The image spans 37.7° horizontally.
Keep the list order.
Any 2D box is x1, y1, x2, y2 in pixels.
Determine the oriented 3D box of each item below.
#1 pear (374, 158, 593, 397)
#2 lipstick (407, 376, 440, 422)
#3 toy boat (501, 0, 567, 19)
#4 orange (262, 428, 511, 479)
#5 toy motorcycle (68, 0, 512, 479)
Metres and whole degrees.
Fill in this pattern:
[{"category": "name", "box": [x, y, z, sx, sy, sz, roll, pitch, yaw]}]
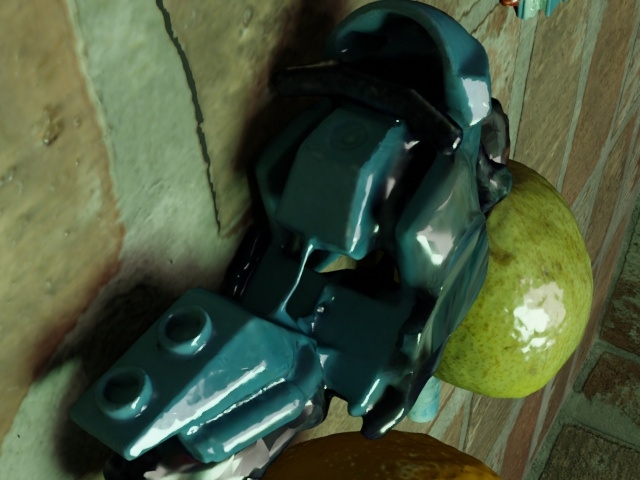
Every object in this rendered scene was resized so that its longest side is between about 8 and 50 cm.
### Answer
[{"category": "pear", "box": [0.150, 0.027, 0.889, 0.188, 0.228, 0.211, -13, 110, -18]}, {"category": "lipstick", "box": [0.127, 0.165, 1.167, 0.048, 0.048, 0.158, -51, 152, -34]}, {"category": "toy boat", "box": [0.254, -0.304, 1.004, 0.173, 0.059, 0.069, -56, 155, -26]}, {"category": "orange", "box": [0.031, 0.324, 0.742, 0.293, 0.340, 0.340, -3, 115, -40]}, {"category": "toy motorcycle", "box": [0.000, 0.000, 0.609, 0.416, 0.172, 0.232, -45, 143, -27]}]
